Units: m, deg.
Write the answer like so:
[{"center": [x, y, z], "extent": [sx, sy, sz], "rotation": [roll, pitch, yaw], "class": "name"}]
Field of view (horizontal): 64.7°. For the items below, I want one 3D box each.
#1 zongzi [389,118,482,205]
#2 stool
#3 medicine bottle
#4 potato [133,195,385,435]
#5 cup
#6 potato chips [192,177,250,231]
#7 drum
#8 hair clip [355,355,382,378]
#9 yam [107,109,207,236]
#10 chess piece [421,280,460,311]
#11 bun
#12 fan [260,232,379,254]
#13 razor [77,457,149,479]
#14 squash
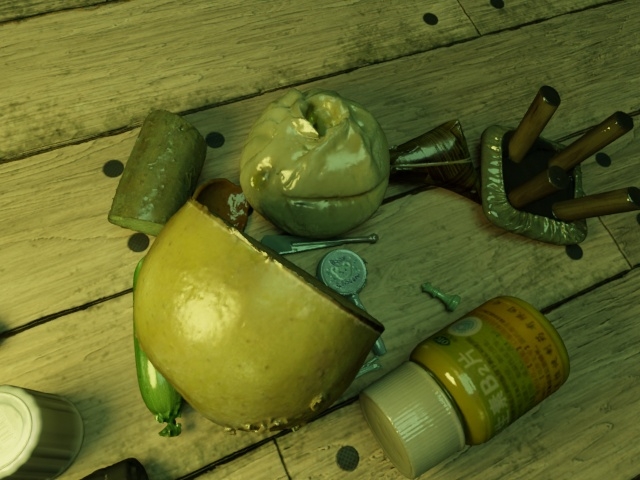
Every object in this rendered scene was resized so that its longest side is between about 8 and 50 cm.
[{"center": [0.279, -0.149, 1.269], "extent": [0.247, 0.111, 0.241], "rotation": [-24, 95, -6], "class": "zongzi"}, {"center": [0.576, -0.177, 1.233], "extent": [0.310, 0.226, 0.311], "rotation": [12, 65, -13], "class": "stool"}, {"center": [0.284, 0.288, 1.018], "extent": [0.384, 0.224, 0.224], "rotation": [-26, 75, -17], "class": "medicine bottle"}, {"center": [-0.143, 0.161, 0.941], "extent": [0.442, 0.385, 0.319], "rotation": [36, 86, 7], "class": "potato"}, {"center": [-0.548, 0.351, 0.866], "extent": [0.221, 0.202, 0.167], "rotation": [-32, 74, -20], "class": "cup"}, {"center": [-0.238, -0.051, 1.145], "extent": [0.150, 0.049, 0.202], "rotation": [31, 52, -32], "class": "potato chips"}, {"center": [0.061, 0.141, 1.133], "extent": [0.129, 0.049, 0.253], "rotation": [-8, 73, -13], "class": "drum"}, {"center": [0.081, 0.284, 1.080], "extent": [0.115, 0.039, 0.030], "rotation": [-23, 87, -16], "class": "hair clip"}, {"center": [-0.354, -0.137, 1.119], "extent": [0.161, 0.161, 0.268], "rotation": [13, 66, -4], "class": "yam"}, {"center": [0.277, 0.126, 1.180], "extent": [0.093, 0.042, 0.042], "rotation": [32, 67, 10], "class": "chess piece"}, {"center": [-0.010, -0.190, 1.152], "extent": [0.364, 0.219, 0.366], "rotation": [0, 71, 1], "class": "bun"}, {"center": [0.000, 0.000, 1.194], "extent": [0.281, 0.023, 0.057], "rotation": [-6, 61, -11], "class": "fan"}, {"center": [-0.442, 0.525, 0.864], "extent": [0.326, 0.107, 0.189], "rotation": [-21, 73, -15], "class": "razor"}, {"center": [-0.325, 0.200, 1.020], "extent": [0.101, 0.101, 0.379], "rotation": [-7, 71, -12], "class": "squash"}]
